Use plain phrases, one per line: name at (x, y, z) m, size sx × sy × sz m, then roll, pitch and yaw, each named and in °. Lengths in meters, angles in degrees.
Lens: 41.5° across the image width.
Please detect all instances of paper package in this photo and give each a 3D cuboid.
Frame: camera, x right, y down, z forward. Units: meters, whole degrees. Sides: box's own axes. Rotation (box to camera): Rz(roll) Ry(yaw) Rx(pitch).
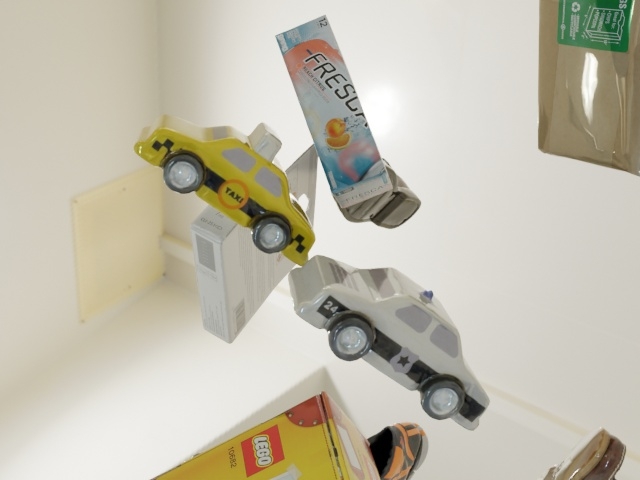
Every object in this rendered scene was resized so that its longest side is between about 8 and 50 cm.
paper package at (0.416, -0.275, 1.045) m, size 0.309 × 0.168 × 0.325 m, roll -23°, pitch -60°, yaw -38°

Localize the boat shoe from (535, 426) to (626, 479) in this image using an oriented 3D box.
boat shoe at (0.305, 0.282, 0.974) m, size 0.073 × 0.073 × 0.207 m, roll -51°, pitch -13°, yaw -32°

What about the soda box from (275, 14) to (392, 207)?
soda box at (0.013, -0.130, 0.849) m, size 0.058 × 0.183 × 0.063 m, roll -22°, pitch -16°, yaw 6°

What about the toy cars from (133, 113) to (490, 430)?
toy cars at (0.000, 0.000, 0.724) m, size 0.087 × 0.393 × 0.176 m, roll -52°, pitch -24°, yaw 11°

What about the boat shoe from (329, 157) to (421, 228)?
boat shoe at (0.071, -0.096, 1.416) m, size 0.110 × 0.104 × 0.307 m, roll -41°, pitch -22°, yaw 7°

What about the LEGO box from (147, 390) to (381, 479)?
LEGO box at (-0.063, 0.525, 1.206) m, size 0.372 × 0.500 × 0.193 m, roll -28°, pitch -49°, yaw 9°

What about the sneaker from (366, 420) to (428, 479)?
sneaker at (0.091, 0.504, 1.680) m, size 0.180 × 0.124 × 0.321 m, roll 19°, pitch -88°, yaw -57°

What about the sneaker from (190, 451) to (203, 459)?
sneaker at (-0.138, 0.531, 1.761) m, size 0.162 × 0.281 × 0.106 m, roll -36°, pitch -7°, yaw 0°

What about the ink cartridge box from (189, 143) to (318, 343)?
ink cartridge box at (-0.104, -0.005, 1.410) m, size 0.261 × 0.066 × 0.296 m, roll -51°, pitch -21°, yaw -32°
